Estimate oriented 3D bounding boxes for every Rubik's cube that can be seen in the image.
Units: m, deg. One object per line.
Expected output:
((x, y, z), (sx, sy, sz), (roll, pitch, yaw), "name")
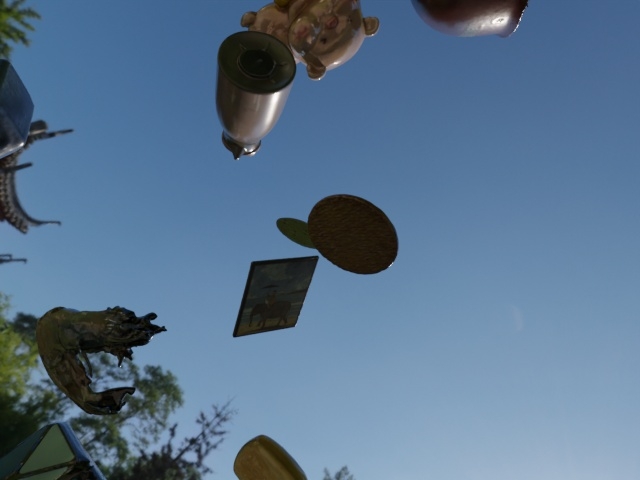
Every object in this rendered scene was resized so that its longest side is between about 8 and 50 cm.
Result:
((-0.542, 0.553, 0.949), (0.247, 0.250, 0.248), (5, -56, 52), "Rubik's cube")

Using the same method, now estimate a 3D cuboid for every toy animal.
((-0.032, -0.557, 1.263), (0.345, 0.277, 0.246), (-26, -112, 9), "toy animal")

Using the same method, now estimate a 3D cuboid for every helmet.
((0.324, -0.634, 1.135), (0.230, 0.385, 0.337), (-11, -73, 4), "helmet")

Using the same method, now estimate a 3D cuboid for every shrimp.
((-0.347, 0.190, 0.738), (0.290, 0.075, 0.177), (-5, -83, 24), "shrimp")

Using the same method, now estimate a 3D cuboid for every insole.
((0.000, 0.000, 1.528), (0.322, 0.109, 0.007), (23, -47, -25), "insole")

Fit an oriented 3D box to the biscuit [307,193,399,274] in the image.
((0.085, -0.015, 1.272), (0.262, 0.037, 0.261), (18, -45, 19), "biscuit")

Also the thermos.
((-0.104, -0.215, 0.725), (0.105, 0.137, 0.193), (11, -25, -11), "thermos")

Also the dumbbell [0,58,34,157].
((-0.398, -0.211, 0.415), (0.160, 0.144, 0.324), (10, -40, 14), "dumbbell")

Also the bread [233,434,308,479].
((-0.116, 0.599, 1.227), (0.217, 0.098, 0.147), (44, -76, 21), "bread")

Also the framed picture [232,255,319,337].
((-0.161, 0.201, 1.712), (0.016, 0.265, 0.346), (51, -48, 42), "framed picture")

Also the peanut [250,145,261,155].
((-0.227, -0.303, 1.402), (0.076, 0.076, 0.152), (12, -20, 32), "peanut")
